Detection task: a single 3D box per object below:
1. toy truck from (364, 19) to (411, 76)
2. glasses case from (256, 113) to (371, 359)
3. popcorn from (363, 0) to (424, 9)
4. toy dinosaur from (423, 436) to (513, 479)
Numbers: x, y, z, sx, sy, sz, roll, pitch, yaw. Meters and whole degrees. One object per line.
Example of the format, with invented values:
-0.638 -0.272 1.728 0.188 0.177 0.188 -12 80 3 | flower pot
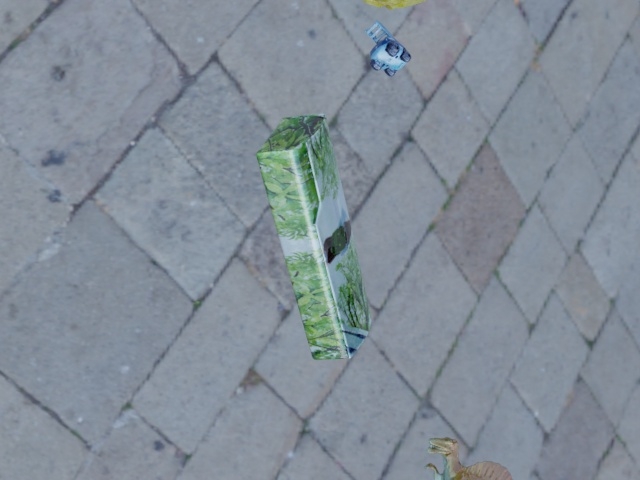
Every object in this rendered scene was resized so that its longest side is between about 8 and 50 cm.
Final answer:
0.112 -0.338 1.564 0.073 0.056 0.090 15 45 -45 | toy truck
0.000 0.000 1.023 0.095 0.062 0.272 -64 145 -54 | glasses case
0.137 -0.524 1.486 0.252 0.215 0.287 18 100 -40 | popcorn
0.243 0.377 1.318 0.212 0.057 0.142 15 93 -1 | toy dinosaur
